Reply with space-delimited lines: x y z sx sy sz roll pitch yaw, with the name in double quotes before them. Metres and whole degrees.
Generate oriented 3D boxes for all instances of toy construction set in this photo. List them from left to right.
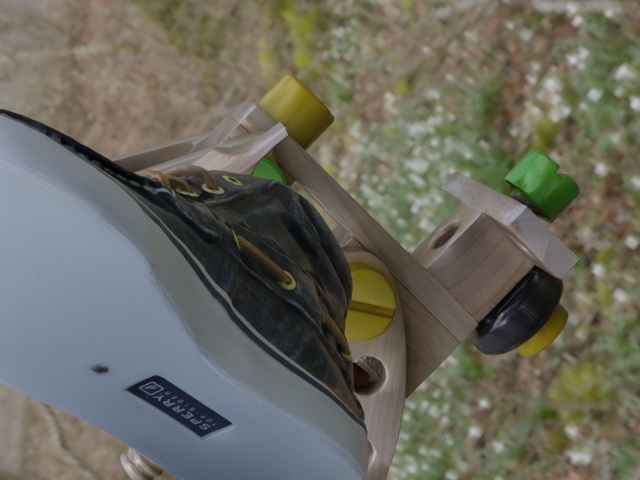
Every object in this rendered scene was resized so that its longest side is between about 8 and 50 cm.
"toy construction set" 0.000 0.000 0.782 0.237 0.257 0.309 -39 -11 2

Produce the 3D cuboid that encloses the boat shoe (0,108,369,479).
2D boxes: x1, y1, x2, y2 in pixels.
"boat shoe" -0.049 0.004 0.443 0.065 0.183 0.083 -22 47 22
